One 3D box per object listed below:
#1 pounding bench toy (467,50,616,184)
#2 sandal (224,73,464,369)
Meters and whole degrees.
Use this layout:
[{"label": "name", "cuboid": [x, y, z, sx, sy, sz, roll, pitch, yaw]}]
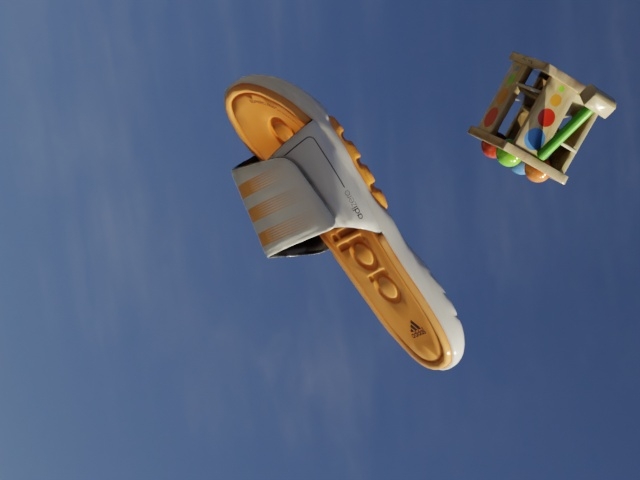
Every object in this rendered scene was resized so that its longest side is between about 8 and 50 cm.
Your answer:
[{"label": "pounding bench toy", "cuboid": [0.136, -0.068, 0.937, 0.065, 0.052, 0.083, -61, -157, 4]}, {"label": "sandal", "cuboid": [0.005, -0.003, 1.132, 0.265, 0.076, 0.102, 53, -30, 0]}]
